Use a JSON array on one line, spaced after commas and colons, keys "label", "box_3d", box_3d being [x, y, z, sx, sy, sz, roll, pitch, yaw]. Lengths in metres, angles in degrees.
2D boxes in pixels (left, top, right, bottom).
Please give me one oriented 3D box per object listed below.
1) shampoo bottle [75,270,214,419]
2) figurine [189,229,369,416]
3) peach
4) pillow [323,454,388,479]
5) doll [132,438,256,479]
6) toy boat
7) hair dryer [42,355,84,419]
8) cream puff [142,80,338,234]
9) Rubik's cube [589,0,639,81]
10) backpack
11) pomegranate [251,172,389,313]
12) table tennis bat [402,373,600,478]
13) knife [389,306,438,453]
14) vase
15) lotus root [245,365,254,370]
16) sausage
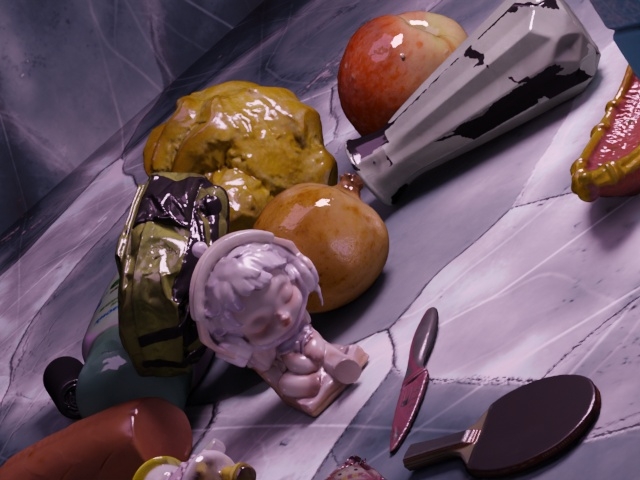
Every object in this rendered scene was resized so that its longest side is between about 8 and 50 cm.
[{"label": "shampoo bottle", "box_3d": [-0.236, 0.148, 2.082, 0.221, 0.151, 0.349, -24, 23, 17]}, {"label": "figurine", "box_3d": [-0.060, 0.089, 1.791, 0.162, 0.237, 0.141, -41, 12, -18]}, {"label": "peach", "box_3d": [0.127, -0.228, 2.272, 0.232, 0.232, 0.232, -33, 19, 13]}, {"label": "pillow", "box_3d": [-0.011, 0.287, 1.523, 0.185, 0.043, 0.118, -32, 17, -12]}, {"label": "doll", "box_3d": [-0.151, 0.283, 1.725, 0.207, 0.081, 0.129, -16, 41, 53]}, {"label": "toy boat", "box_3d": [0.360, -0.133, 1.758, 0.141, 0.099, 0.318, -25, 25, 41]}, {"label": "hair dryer", "box_3d": [-0.298, 0.169, 2.286, 0.255, 0.070, 0.128, -35, 19, -7]}, {"label": "cream puff", "box_3d": [-0.150, -0.089, 2.298, 0.323, 0.274, 0.270, -28, 11, 34]}, {"label": "Rubik's cube", "box_3d": [0.496, -0.245, 1.429, 0.319, 0.322, 0.316, -45, 22, -23]}, {"label": "backpack", "box_3d": [-0.178, 0.049, 1.915, 0.140, 0.207, 0.253, 1, 47, 11]}, {"label": "pomegranate", "box_3d": [0.000, 0.000, 1.965, 0.196, 0.196, 0.196, -33, 19, 13]}, {"label": "table tennis bat", "box_3d": [0.173, 0.186, 1.469, 0.220, 0.019, 0.130, -22, 23, 35]}, {"label": "knife", "box_3d": [0.107, 0.150, 1.677, 0.035, 0.018, 0.247, -23, 26, 28]}, {"label": "vase", "box_3d": [0.207, -0.194, 2.099, 0.360, 0.165, 0.165, -36, 19, 17]}, {"label": "lotus root", "box_3d": [-0.085, 0.120, 1.986, 0.090, 0.077, 0.183, -40, 21, -10]}, {"label": "sausage", "box_3d": [-0.300, 0.292, 1.907, 0.304, 0.121, 0.121, -28, 21, 31]}]
